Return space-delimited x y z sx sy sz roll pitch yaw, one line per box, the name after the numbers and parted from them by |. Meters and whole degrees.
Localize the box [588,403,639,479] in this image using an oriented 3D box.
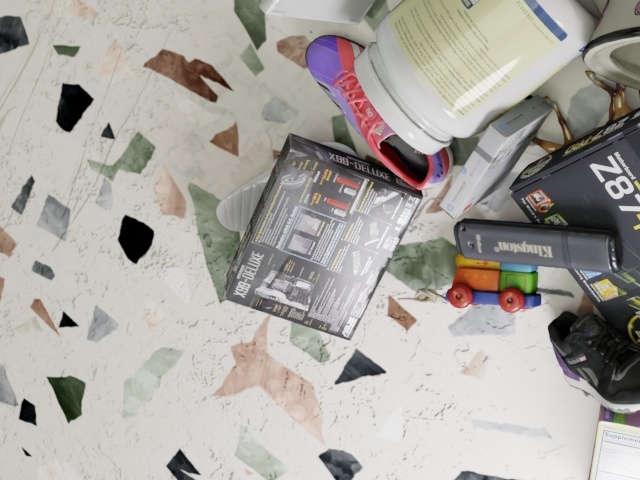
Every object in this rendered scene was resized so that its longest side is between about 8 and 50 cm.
0.502 0.367 1.851 0.117 0.213 0.243 10 110 15 | box

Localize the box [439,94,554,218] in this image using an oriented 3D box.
0.276 -0.130 1.776 0.038 0.145 0.186 43 136 16 | box

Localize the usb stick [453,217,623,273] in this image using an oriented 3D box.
0.336 0.007 1.765 0.278 0.045 0.077 6 129 37 | usb stick

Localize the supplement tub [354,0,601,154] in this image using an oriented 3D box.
0.235 -0.305 1.716 0.325 0.235 0.235 -38 92 25 | supplement tub

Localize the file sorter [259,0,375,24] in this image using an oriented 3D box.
-0.010 -0.460 1.709 0.173 0.278 0.193 45 116 18 | file sorter

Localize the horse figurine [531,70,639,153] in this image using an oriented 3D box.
0.433 -0.176 1.785 0.263 0.066 0.174 -34 87 27 | horse figurine

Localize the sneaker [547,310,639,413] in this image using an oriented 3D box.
0.445 0.183 1.783 0.107 0.283 0.124 -35 105 -15 | sneaker

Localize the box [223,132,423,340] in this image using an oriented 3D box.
0.000 0.000 1.927 0.242 0.076 0.307 19 114 -13 | box

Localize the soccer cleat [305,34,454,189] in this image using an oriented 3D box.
0.091 -0.211 1.857 0.318 0.116 0.108 47 115 -1 | soccer cleat

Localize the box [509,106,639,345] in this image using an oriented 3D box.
0.525 -0.002 1.716 0.318 0.097 0.395 -28 104 44 | box

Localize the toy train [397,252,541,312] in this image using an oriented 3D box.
0.247 0.041 1.906 0.248 0.105 0.143 4 92 24 | toy train

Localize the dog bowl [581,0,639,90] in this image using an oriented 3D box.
0.573 -0.295 1.536 0.408 0.408 0.150 9 88 15 | dog bowl

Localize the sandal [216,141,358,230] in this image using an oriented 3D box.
-0.061 -0.106 1.956 0.265 0.076 0.102 -23 116 9 | sandal
